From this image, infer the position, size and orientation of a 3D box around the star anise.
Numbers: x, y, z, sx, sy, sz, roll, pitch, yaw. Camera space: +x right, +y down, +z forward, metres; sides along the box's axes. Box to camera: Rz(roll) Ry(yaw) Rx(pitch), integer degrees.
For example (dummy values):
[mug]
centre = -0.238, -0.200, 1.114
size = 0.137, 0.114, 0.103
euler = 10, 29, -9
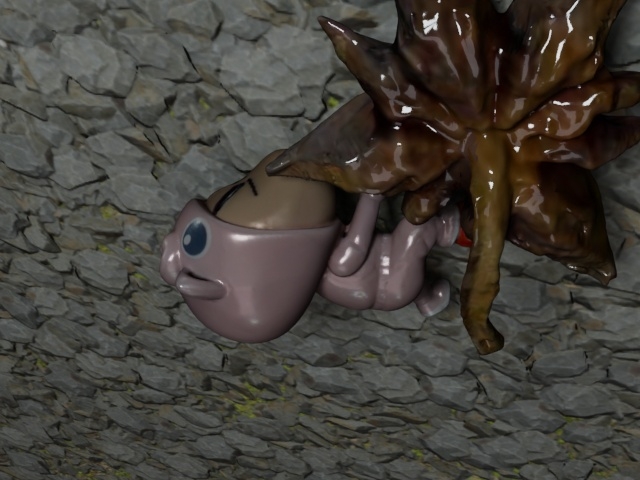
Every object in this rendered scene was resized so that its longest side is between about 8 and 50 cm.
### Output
[star anise]
centre = 0.117, -0.071, 0.655
size = 0.292, 0.109, 0.349
euler = 30, 126, 2

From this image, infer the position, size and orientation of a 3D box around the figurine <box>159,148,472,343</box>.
[figurine]
centre = 0.000, 0.000, 0.817
size = 0.287, 0.186, 0.176
euler = 4, -175, -9
